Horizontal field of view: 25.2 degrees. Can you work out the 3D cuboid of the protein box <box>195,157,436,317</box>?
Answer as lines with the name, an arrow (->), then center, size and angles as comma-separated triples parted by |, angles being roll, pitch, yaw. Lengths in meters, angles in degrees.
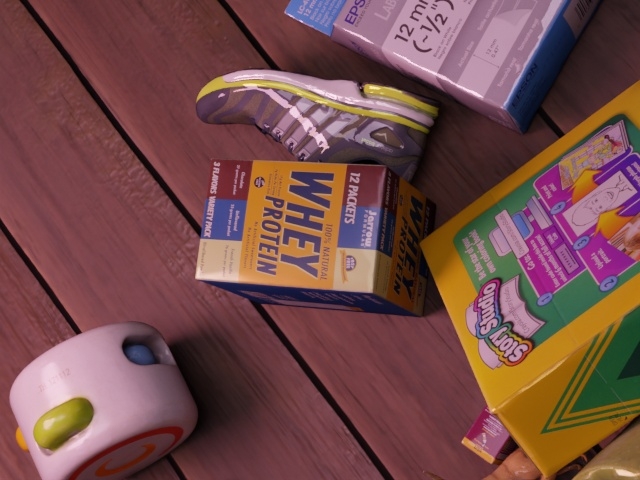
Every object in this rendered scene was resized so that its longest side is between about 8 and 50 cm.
protein box -> 0.000, 0.000, 1.576 | 0.201, 0.200, 0.136 | 3, 81, 20

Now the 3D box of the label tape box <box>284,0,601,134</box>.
label tape box -> 0.138, -0.312, 1.636 | 0.348, 0.115, 0.249 | 30, 90, 21

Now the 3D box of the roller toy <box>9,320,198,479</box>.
roller toy -> -0.251, 0.187, 1.639 | 0.191, 0.209, 0.146 | -20, 69, -22

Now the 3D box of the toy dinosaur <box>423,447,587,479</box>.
toy dinosaur -> 0.212, 0.249, 1.508 | 0.211, 0.064, 0.112 | -26, 81, -22

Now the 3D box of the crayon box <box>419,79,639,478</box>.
crayon box -> 0.277, 0.019, 1.406 | 0.313, 0.363, 0.106 | -38, 113, 11

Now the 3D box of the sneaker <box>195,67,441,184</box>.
sneaker -> -0.014, -0.128, 1.661 | 0.300, 0.111, 0.121 | 8, 86, 24

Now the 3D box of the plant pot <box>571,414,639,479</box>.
plant pot -> 0.361, 0.239, 1.303 | 0.276, 0.254, 0.276 | 25, 126, 40

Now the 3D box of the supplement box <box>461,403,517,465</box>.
supplement box -> 0.197, 0.197, 1.542 | 0.043, 0.055, 0.083 | 34, 91, 24
